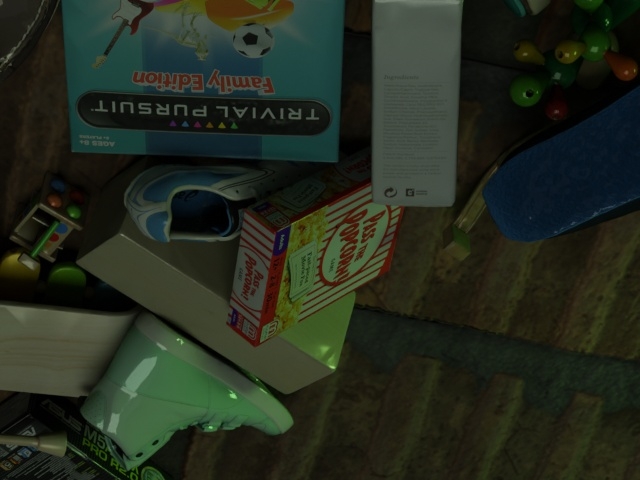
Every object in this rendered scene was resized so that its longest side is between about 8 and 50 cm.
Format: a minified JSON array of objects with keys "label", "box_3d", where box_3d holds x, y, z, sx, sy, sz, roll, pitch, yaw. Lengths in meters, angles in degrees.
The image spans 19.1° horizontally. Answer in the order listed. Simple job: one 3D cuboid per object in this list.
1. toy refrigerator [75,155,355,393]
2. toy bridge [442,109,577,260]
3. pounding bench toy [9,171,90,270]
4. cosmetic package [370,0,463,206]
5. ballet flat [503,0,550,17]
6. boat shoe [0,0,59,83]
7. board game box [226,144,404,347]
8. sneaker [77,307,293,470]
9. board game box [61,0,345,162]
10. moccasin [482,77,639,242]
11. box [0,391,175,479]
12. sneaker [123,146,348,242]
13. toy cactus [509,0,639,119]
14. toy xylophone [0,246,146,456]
[{"label":"toy refrigerator","box_3d":[-0.103,0.039,1.891,0.269,0.102,0.094,33,141,-23]},{"label":"toy bridge","box_3d":[0.185,-0.062,1.833,0.026,0.063,0.188,31,122,-21]},{"label":"pounding bench toy","box_3d":[-0.267,-0.016,1.874,0.052,0.083,0.065,31,125,-22]},{"label":"cosmetic package","box_3d":[0.086,-0.155,1.727,0.086,0.117,0.231,1,131,1]},{"label":"ballet flat","box_3d":[0.135,-0.301,1.639,0.086,0.086,0.248,-28,125,23]},{"label":"boat shoe","box_3d":[-0.357,-0.157,1.751,0.324,0.096,0.116,-34,120,26]},{"label":"board game box","box_3d":[0.000,0.000,1.823,0.045,0.193,0.146,37,136,28]},{"label":"sneaker","box_3d":[-0.145,0.178,1.969,0.151,0.094,0.256,-52,136,3]},{"label":"board game box","box_3d":[-0.102,-0.228,1.697,0.254,0.079,0.336,2,129,0]},{"label":"moccasin","box_3d":[0.305,-0.104,1.688,0.342,0.117,0.137,-16,98,25]},{"label":"box","box_3d":[-0.336,0.295,2.150,0.270,0.060,0.216,-35,121,27]},{"label":"sneaker","box_3d":[-0.069,-0.039,1.805,0.237,0.086,0.085,-12,134,-28]},{"label":"toy cactus","box_3d":[0.252,-0.186,1.690,0.112,0.219,0.180,28,166,15]},{"label":"toy xylophone","box_3d":[-0.332,0.105,1.941,0.323,0.081,0.236,14,124,-21]}]
